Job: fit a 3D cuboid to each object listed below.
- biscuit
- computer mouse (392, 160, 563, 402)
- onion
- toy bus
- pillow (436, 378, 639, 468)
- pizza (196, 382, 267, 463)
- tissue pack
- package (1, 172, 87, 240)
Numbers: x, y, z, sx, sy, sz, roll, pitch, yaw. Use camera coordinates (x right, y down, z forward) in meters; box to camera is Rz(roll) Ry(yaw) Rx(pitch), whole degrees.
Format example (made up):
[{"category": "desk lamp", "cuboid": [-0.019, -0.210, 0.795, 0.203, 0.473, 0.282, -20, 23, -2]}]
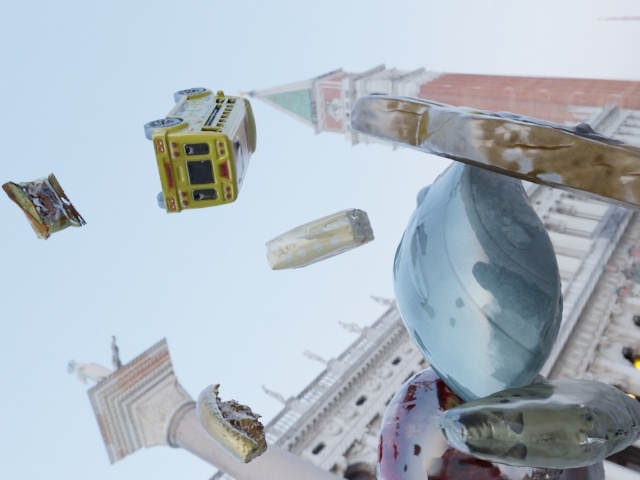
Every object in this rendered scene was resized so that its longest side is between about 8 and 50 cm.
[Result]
[{"category": "biscuit", "cuboid": [0.158, -0.053, 0.381, 0.208, 0.290, 0.041, -9, -64, -65]}, {"category": "computer mouse", "cuboid": [0.155, 0.009, 0.664, 0.188, 0.122, 0.371, -57, 16, 36]}, {"category": "onion", "cuboid": [0.200, 0.259, 0.646, 0.195, 0.272, 0.272, 104, -168, -71]}, {"category": "toy bus", "cuboid": [-0.195, -0.170, 1.018, 0.331, 0.151, 0.145, -90, -5, -63]}, {"category": "pillow", "cuboid": [0.179, 0.126, 0.410, 0.241, 0.093, 0.051, 11, -102, -45]}, {"category": "pizza", "cuboid": [-0.166, 0.336, 1.090, 0.134, 0.271, 0.056, 19, -89, -16]}, {"category": "tissue pack", "cuboid": [0.000, 0.000, 1.357, 0.090, 0.222, 0.186, 70, -162, 6]}, {"category": "package", "cuboid": [-0.454, -0.058, 0.967, 0.108, 0.031, 0.121, 59, -165, -7]}]
